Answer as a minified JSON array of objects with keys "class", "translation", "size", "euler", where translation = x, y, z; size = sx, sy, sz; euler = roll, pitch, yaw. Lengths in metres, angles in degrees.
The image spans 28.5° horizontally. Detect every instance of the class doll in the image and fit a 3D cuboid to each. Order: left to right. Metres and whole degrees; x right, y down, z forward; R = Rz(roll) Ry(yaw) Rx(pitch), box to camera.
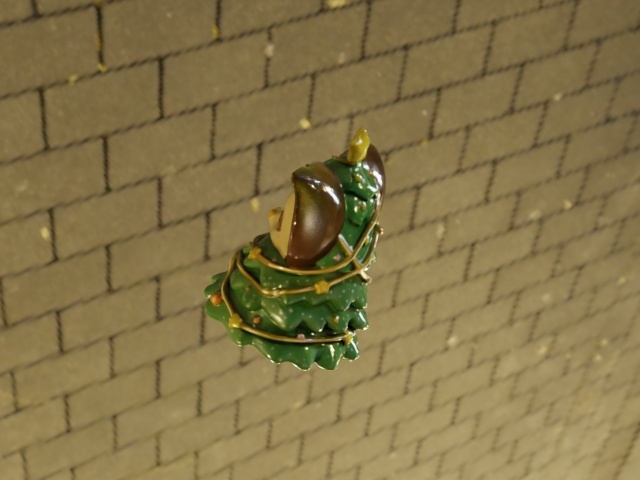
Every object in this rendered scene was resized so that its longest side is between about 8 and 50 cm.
[{"class":"doll","translation":[0.006,0.009,0.571],"size":[0.113,0.076,0.078],"euler":[-48,168,30]}]
